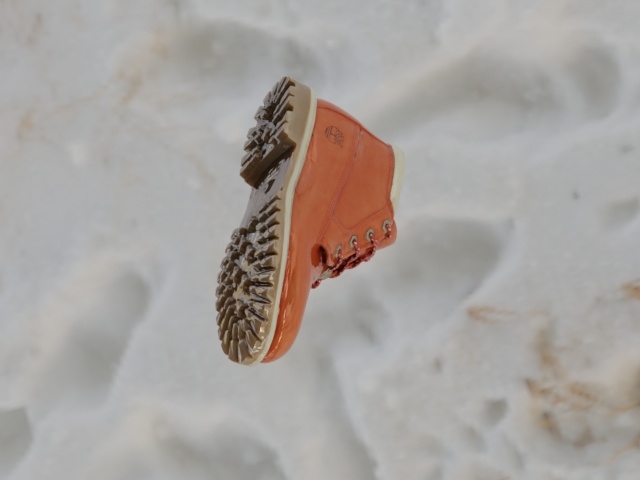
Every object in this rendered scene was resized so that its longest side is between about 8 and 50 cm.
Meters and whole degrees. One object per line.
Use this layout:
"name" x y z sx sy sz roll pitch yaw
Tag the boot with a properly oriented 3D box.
"boot" 0.000 0.000 0.900 0.059 0.085 0.158 -35 35 50
